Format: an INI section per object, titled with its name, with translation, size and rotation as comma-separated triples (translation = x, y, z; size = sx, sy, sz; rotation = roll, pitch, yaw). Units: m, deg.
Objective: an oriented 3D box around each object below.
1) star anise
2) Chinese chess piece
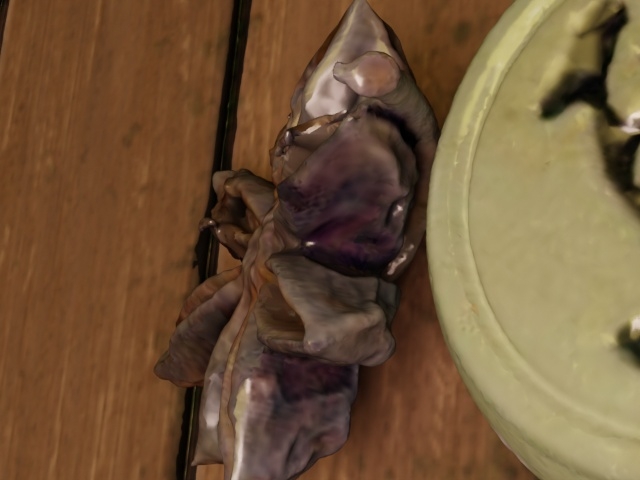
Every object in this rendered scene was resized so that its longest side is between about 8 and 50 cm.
[star anise]
translation = -0.001, 0.000, 0.658
size = 0.262, 0.081, 0.230
rotation = -51, 18, 54
[Chinese chess piece]
translation = 0.157, -0.011, 0.574
size = 0.250, 0.101, 0.250
rotation = -15, 63, 31
